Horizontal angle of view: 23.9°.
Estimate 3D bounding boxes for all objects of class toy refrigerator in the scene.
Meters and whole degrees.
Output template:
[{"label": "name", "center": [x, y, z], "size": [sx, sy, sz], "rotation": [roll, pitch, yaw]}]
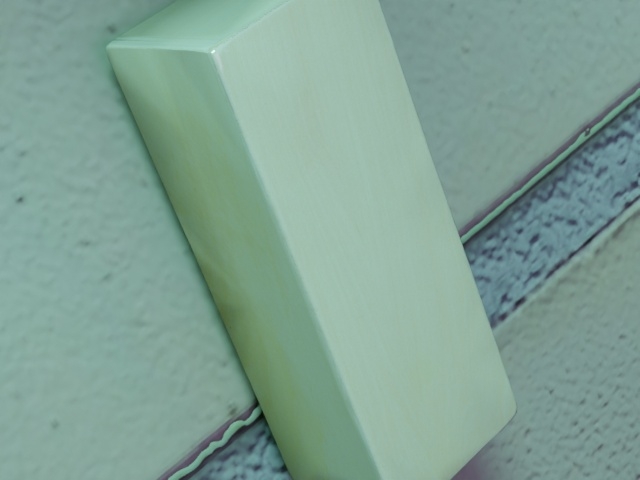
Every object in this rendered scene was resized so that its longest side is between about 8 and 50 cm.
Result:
[{"label": "toy refrigerator", "center": [0.000, 0.000, 0.762], "size": [0.102, 0.094, 0.269], "rotation": [-39, 121, -31]}]
